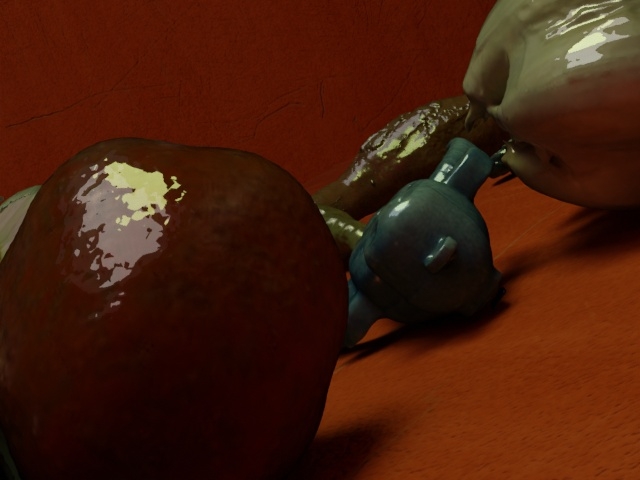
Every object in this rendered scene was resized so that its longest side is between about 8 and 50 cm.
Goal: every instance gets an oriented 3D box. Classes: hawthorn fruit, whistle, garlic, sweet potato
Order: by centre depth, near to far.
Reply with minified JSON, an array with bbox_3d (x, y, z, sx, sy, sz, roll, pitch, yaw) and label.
[{"bbox_3d":[-0.079,0.067,0.653,0.199,0.199,0.251,-25,30,17],"label":"hawthorn fruit"},{"bbox_3d":[0.196,-0.119,0.906,0.203,0.185,0.281,-13,13,17],"label":"garlic"},{"bbox_3d":[0.065,0.006,0.914,0.180,0.093,0.269,-52,6,-3],"label":"whistle"},{"bbox_3d":[0.087,-0.083,1.586,0.385,0.109,0.109,-29,6,-13],"label":"sweet potato"}]

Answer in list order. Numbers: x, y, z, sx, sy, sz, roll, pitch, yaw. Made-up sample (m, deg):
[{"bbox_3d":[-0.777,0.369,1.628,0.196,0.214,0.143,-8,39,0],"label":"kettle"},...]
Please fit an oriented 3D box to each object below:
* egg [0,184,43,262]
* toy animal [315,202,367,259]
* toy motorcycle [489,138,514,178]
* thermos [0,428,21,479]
[{"bbox_3d":[-0.255,0.103,1.137,0.264,0.174,0.286,-53,23,7],"label":"egg"},{"bbox_3d":[0.000,0.000,1.383,0.101,0.103,0.218,-3,-2,-8],"label":"toy animal"},{"bbox_3d":[0.259,-0.126,1.390,0.124,0.061,0.193,-39,4,-36],"label":"toy motorcycle"},{"bbox_3d":[-0.271,0.161,0.623,0.265,0.176,0.146,-26,4,-7],"label":"thermos"}]
